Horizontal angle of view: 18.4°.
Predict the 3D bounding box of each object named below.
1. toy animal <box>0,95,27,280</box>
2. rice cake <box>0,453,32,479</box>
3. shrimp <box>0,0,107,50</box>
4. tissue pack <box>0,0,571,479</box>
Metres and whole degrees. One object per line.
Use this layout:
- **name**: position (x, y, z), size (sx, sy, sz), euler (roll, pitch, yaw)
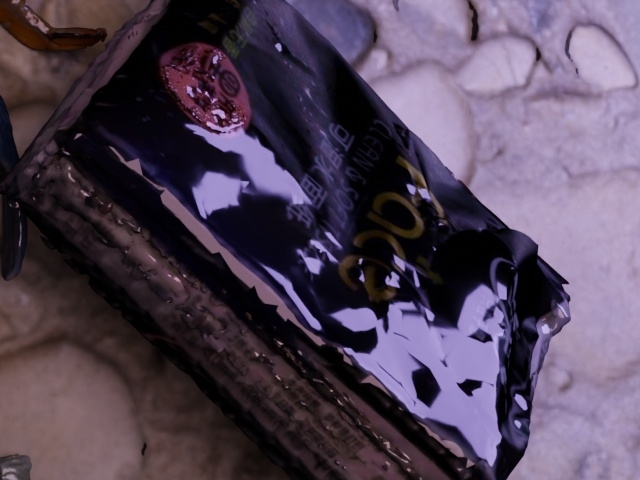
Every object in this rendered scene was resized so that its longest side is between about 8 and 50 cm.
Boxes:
- **toy animal**: position (-0.228, -0.087, 1.059), size (0.176, 0.239, 0.255), euler (-44, 58, 1)
- **rice cake**: position (-0.168, 0.181, 1.117), size (0.022, 0.021, 0.121), euler (-6, 84, -37)
- **shrimp**: position (-0.140, -0.163, 1.152), size (0.127, 0.025, 0.091), euler (-33, 108, 15)
- **tissue pack**: position (0.000, 0.000, 1.145), size (0.332, 0.123, 0.245), euler (45, 39, -12)
